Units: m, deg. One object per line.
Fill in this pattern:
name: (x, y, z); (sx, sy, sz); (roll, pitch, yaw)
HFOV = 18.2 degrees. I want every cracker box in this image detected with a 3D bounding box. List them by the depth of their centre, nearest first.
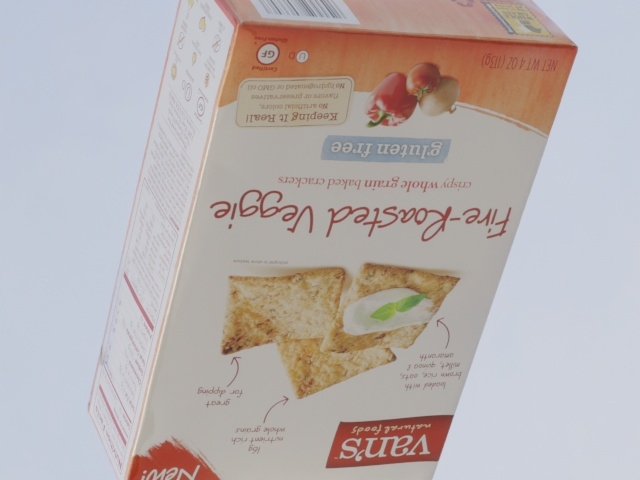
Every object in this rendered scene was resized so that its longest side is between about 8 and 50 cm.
cracker box: (0.000, 0.000, 0.862); (0.155, 0.067, 0.232); (0, -57, -25)
